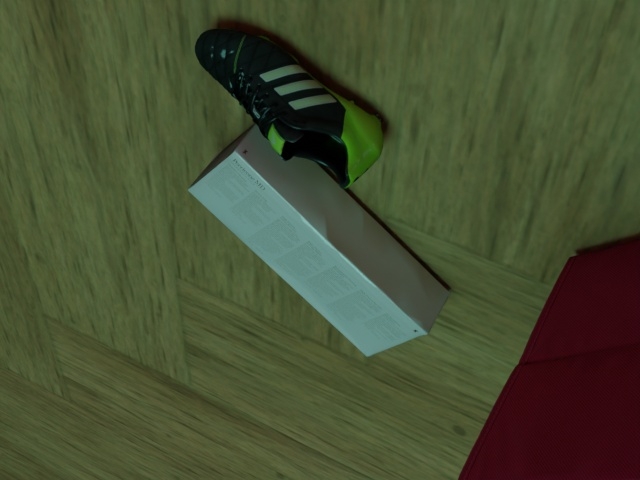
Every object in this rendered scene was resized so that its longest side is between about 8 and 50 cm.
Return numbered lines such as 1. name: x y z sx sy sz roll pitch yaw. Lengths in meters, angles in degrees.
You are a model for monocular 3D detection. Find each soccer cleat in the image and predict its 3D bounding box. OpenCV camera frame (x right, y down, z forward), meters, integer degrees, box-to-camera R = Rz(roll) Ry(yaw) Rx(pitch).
1. soccer cleat: -0.032 -0.110 0.800 0.179 0.072 0.060 32 145 4

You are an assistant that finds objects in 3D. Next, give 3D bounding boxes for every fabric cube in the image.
1. fabric cube: 0.299 0.150 0.668 0.254 0.259 0.258 49 142 -17

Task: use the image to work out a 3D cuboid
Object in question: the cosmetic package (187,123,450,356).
1. cosmetic package: 0.000 0.000 0.912 0.239 0.060 0.099 44 146 -12
